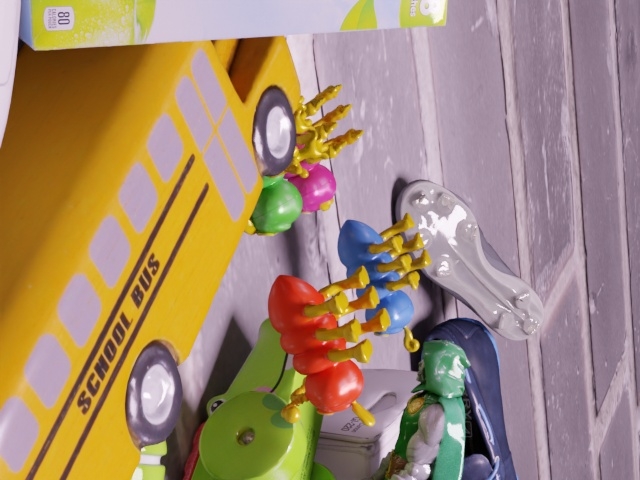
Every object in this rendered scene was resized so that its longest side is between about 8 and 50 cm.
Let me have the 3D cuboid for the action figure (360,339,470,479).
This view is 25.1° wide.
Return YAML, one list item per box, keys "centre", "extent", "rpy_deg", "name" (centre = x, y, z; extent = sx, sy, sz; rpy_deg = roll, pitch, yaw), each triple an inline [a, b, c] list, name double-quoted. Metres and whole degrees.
- centre: [0.053, 0.178, 0.947]
  extent: [0.137, 0.063, 0.232]
  rpy_deg: [-147, -106, -88]
  name: "action figure"

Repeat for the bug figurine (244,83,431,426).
- centre: [0.000, 0.000, 0.941]
  extent: [0.216, 0.072, 0.279]
  rpy_deg: [66, 16, -4]
  name: "bug figurine"

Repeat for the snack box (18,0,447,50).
- centre: [-0.041, -0.182, 0.651]
  extent: [0.207, 0.070, 0.174]
  rpy_deg: [-8, 112, -24]
  name: "snack box"

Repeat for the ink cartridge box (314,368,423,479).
- centre: [0.031, 0.222, 1.092]
  extent: [0.158, 0.092, 0.218]
  rpy_deg: [-30, 122, -63]
  name: "ink cartridge box"

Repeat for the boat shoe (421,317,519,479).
- centre: [0.120, 0.203, 1.315]
  extent: [0.089, 0.109, 0.258]
  rpy_deg: [1, 76, -60]
  name: "boat shoe"

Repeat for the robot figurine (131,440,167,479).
- centre: [-0.118, 0.138, 0.768]
  extent: [0.101, 0.067, 0.115]
  rpy_deg: [24, 71, -63]
  name: "robot figurine"

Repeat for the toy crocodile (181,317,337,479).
- centre: [-0.056, 0.206, 0.898]
  extent: [0.115, 0.105, 0.340]
  rpy_deg: [58, 37, -52]
  name: "toy crocodile"

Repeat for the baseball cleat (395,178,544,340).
- centre: [0.121, 0.016, 1.316]
  extent: [0.072, 0.109, 0.206]
  rpy_deg: [-43, 118, -6]
  name: "baseball cleat"

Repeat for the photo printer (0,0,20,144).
- centre: [-0.211, -0.123, 0.475]
  extent: [0.307, 0.107, 0.256]
  rpy_deg: [-20, 112, -65]
  name: "photo printer"

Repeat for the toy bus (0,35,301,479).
- centre: [-0.117, -0.003, 0.707]
  extent: [0.130, 0.108, 0.332]
  rpy_deg: [65, 36, -43]
  name: "toy bus"
